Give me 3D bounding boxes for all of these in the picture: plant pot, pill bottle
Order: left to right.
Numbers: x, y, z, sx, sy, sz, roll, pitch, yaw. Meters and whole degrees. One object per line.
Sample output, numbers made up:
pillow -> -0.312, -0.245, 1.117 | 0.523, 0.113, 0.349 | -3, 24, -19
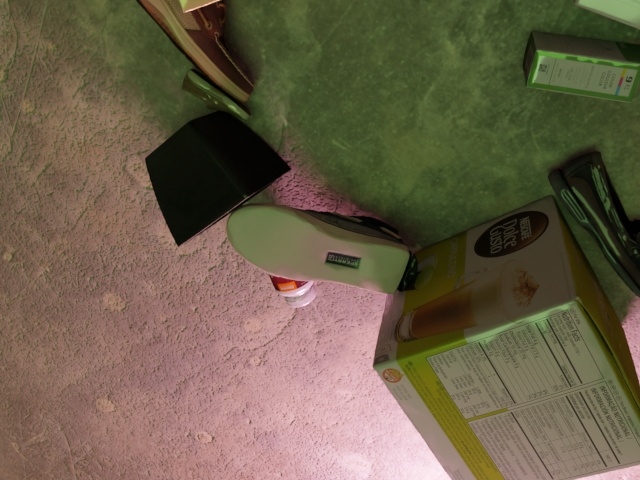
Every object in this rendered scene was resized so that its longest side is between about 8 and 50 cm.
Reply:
plant pot -> -0.198, -0.127, 1.210 | 0.187, 0.188, 0.167 | -32, 95, 28
pill bottle -> -0.063, 0.055, 1.334 | 0.086, 0.086, 0.152 | -12, 117, 20

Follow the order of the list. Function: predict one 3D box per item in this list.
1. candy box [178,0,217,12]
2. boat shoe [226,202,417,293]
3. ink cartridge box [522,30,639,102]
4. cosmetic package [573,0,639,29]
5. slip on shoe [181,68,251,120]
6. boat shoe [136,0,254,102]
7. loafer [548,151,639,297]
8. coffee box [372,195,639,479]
candy box -> -0.083, -0.467, 0.948 | 0.316, 0.087, 0.183 | -21, 117, -3
boat shoe -> 0.000, 0.000, 1.218 | 0.341, 0.158, 0.127 | 18, 108, -8
ink cartridge box -> 0.419, -0.260, 1.009 | 0.209, 0.109, 0.062 | 10, 123, 7
cosmetic package -> 0.492, -0.392, 0.886 | 0.224, 0.138, 0.224 | 23, 122, 5
slip on shoe -> -0.187, -0.251, 1.193 | 0.135, 0.051, 0.041 | 35, 105, -5
boat shoe -> -0.200, -0.371, 1.076 | 0.123, 0.123, 0.342 | -43, 124, -1
loafer -> 0.512, -0.020, 1.141 | 0.095, 0.109, 0.302 | -37, 104, 25
coffee box -> 0.335, 0.185, 1.167 | 0.334, 0.337, 0.338 | -25, 112, 25
